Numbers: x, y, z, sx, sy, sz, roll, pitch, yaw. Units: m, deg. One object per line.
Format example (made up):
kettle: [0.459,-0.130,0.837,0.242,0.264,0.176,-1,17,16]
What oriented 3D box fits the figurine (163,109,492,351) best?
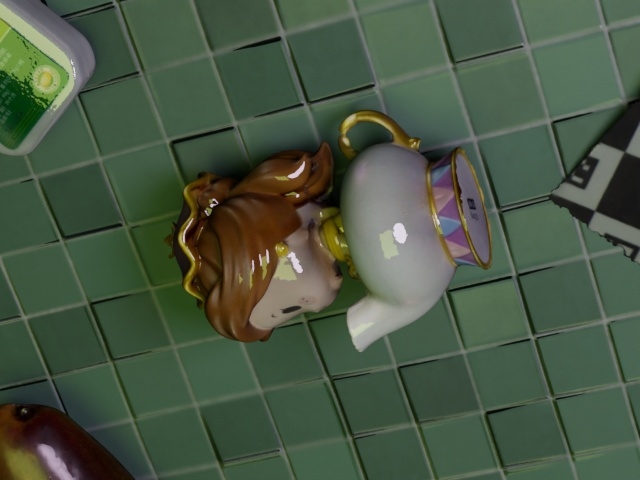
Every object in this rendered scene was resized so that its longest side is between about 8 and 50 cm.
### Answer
figurine: [0.000,0.000,1.384,0.263,0.142,0.190,-12,80,16]

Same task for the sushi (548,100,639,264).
sushi: [0.390,-0.035,1.304,0.320,0.069,0.339,36,126,-7]

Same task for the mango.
mango: [-0.221,0.258,1.550,0.133,0.111,0.267,-35,104,6]

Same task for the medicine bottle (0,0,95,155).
medicine bottle: [-0.282,-0.161,1.393,0.183,0.069,0.119,39,117,-8]
